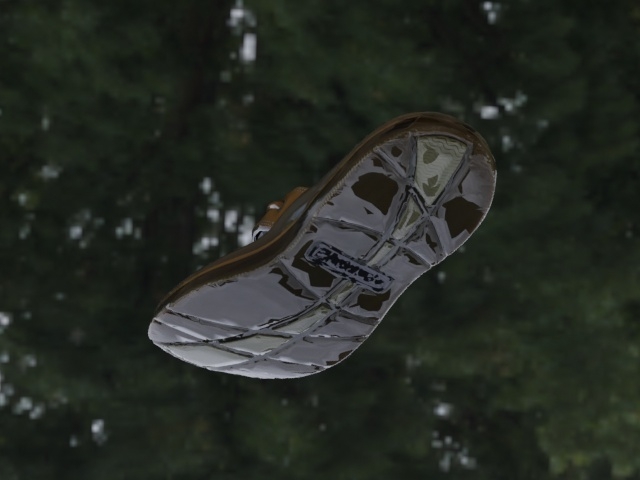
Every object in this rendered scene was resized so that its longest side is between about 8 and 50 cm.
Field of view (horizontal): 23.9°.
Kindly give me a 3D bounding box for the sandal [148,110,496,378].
[{"bbox_3d":[0.000,0.000,0.733,0.090,0.219,0.060,29,-139,-21],"label":"sandal"}]
